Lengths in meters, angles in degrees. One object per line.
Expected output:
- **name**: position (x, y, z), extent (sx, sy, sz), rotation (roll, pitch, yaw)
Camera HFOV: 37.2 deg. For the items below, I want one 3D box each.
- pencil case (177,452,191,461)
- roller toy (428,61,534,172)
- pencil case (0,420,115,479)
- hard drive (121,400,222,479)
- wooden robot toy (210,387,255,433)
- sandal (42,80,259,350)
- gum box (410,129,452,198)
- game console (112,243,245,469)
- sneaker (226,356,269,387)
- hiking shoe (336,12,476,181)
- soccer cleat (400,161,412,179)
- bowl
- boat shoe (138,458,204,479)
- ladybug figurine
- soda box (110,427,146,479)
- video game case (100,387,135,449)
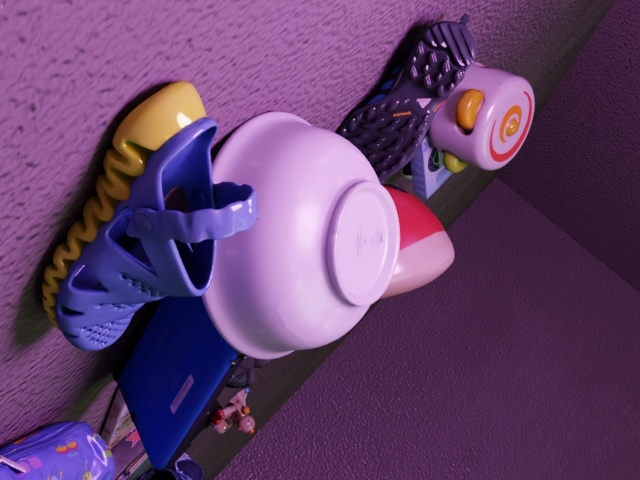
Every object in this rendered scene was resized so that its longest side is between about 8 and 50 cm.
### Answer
- **pencil case**: position (-0.385, 0.594, 2.146), extent (0.273, 0.113, 0.124), rotation (-53, 180, 20)
- **roller toy**: position (0.316, -0.239, 1.831), extent (0.191, 0.146, 0.209), rotation (-44, 142, -26)
- **pencil case**: position (-0.357, 0.293, 1.141), extent (0.133, 0.119, 0.306), rotation (-61, 169, 5)
- **hard drive**: position (-0.301, 0.377, 1.848), extent (0.237, 0.064, 0.339), rotation (-47, 171, -13)
- **wooden robot toy**: position (-0.172, 0.370, 1.940), extent (0.076, 0.079, 0.173), rotation (-32, 165, -41)
- **sandal**: position (-0.160, 0.010, 0.896), extent (0.126, 0.138, 0.317), rotation (-40, 169, -50)
- **gum box**: position (0.245, -0.200, 1.944), extent (0.157, 0.041, 0.184), rotation (-45, 147, -23)
- **game console**: position (-0.148, 0.123, 1.293), extent (0.173, 0.250, 0.293), rotation (-3, 139, -39)
- **sneaker**: position (-0.177, 0.228, 1.824), extent (0.106, 0.101, 0.267), rotation (-15, 162, -21)
- **hiking shoe**: position (0.132, -0.202, 1.439), extent (0.304, 0.113, 0.132), rotation (-47, -177, 24)
- **soccer cleat**: position (0.246, -0.205, 2.053), extent (0.196, 0.068, 0.076), rotation (-50, 167, 20)
- **bowl**: position (0.000, 0.000, 1.101), extent (0.298, 0.134, 0.297), rotation (-12, 105, -54)
- **boat shoe**: position (-0.286, 0.469, 1.779), extent (0.089, 0.109, 0.258), rotation (-57, 170, 21)
- **ladybug figurine**: position (0.050, 0.002, 1.482), extent (0.305, 0.161, 0.449), rotation (-10, -178, 1)
- **soda box**: position (-0.346, 0.368, 1.627), extent (0.169, 0.060, 0.053), rotation (-46, 171, -21)
- **video game case**: position (-0.262, 0.225, 1.564), extent (0.227, 0.026, 0.206), rotation (-42, 167, -41)
